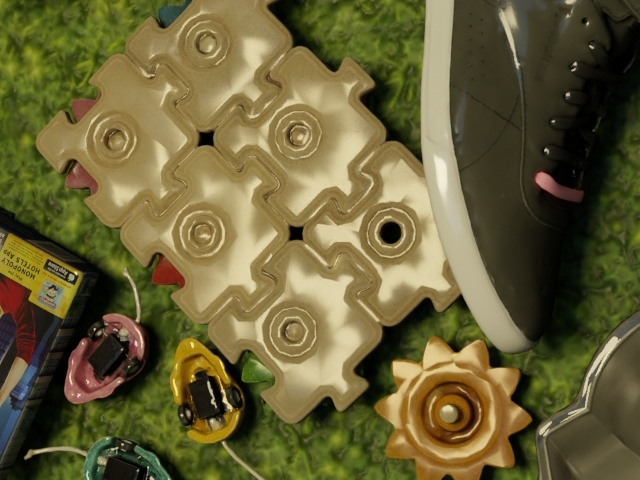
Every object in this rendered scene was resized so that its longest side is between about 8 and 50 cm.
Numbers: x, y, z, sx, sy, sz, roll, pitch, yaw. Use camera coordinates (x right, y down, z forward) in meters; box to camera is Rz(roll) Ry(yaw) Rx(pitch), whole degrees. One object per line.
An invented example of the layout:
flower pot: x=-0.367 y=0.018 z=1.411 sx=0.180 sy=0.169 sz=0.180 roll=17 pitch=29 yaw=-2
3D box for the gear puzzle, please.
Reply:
gear puzzle: x=0.000 y=0.000 z=0.958 sx=0.175 sy=0.044 sz=0.339 roll=-46 pitch=74 yaw=8

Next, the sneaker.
sneaker: x=0.138 y=-0.091 z=0.871 sx=0.147 sy=0.104 sz=0.295 roll=-5 pitch=79 yaw=27

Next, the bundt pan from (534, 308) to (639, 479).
bundt pan: x=0.249 y=0.164 z=0.743 sx=0.331 sy=0.124 sz=0.331 roll=0 pitch=93 yaw=5

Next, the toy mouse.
toy mouse: x=-0.112 y=0.103 z=0.997 sx=0.143 sy=0.031 sz=0.161 roll=-28 pitch=76 yaw=17

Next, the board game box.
board game box: x=-0.247 y=0.066 z=1.040 sx=0.194 sy=0.060 sz=0.194 roll=28 pitch=97 yaw=21
